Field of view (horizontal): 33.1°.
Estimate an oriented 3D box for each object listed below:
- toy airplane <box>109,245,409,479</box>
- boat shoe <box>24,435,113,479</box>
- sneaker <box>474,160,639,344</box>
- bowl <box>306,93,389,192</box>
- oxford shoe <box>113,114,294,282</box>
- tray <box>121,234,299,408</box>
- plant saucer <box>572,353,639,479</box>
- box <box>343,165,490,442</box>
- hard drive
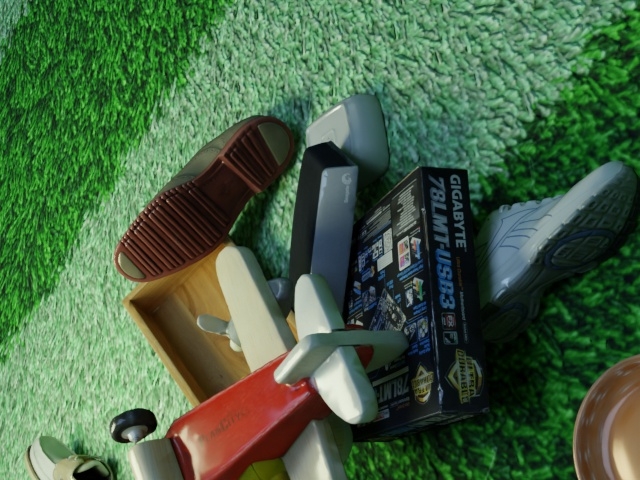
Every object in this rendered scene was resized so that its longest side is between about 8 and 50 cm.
[{"bbox_3d":[-0.038,0.218,1.328,0.384,0.272,0.386,11,82,39],"label":"toy airplane"},{"bbox_3d":[-0.422,0.434,1.928,0.302,0.113,0.103,37,107,36],"label":"boat shoe"},{"bbox_3d":[0.248,-0.001,1.273,0.297,0.111,0.129,-45,45,31],"label":"sneaker"},{"bbox_3d":[0.030,-0.140,1.596,0.142,0.053,0.142,-31,58,42],"label":"bowl"},{"bbox_3d":[-0.191,-0.068,1.728,0.348,0.123,0.130,-40,23,-6],"label":"oxford shoe"},{"bbox_3d":[-0.136,0.150,1.642,0.203,0.076,0.411,-44,46,0],"label":"tray"},{"bbox_3d":[0.360,0.219,1.137,0.200,0.037,0.200,-15,70,45],"label":"plant saucer"},{"bbox_3d":[0.107,0.092,1.355,0.295,0.073,0.293,137,132,-65],"label":"box"},{"bbox_3d":[0.000,0.000,1.508,0.172,0.054,0.255,-125,39,-68],"label":"hard drive"}]
